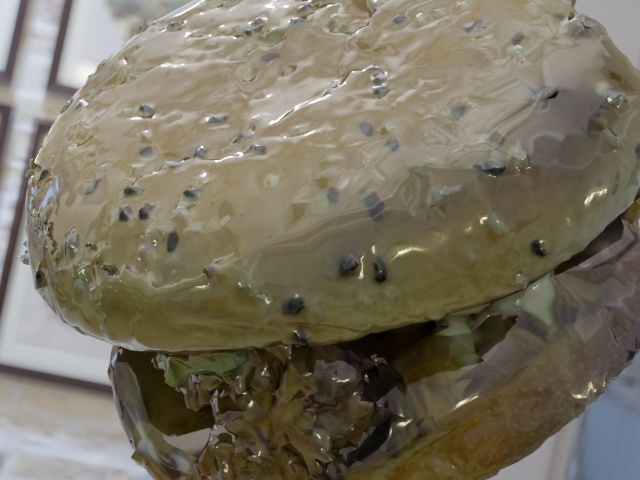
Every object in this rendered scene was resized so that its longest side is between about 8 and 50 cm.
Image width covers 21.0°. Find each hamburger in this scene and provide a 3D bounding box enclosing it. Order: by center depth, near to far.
[{"bbox_3d":[0.000,0.000,0.864,0.277,0.195,0.318,-38,36,-27],"label":"hamburger"}]
